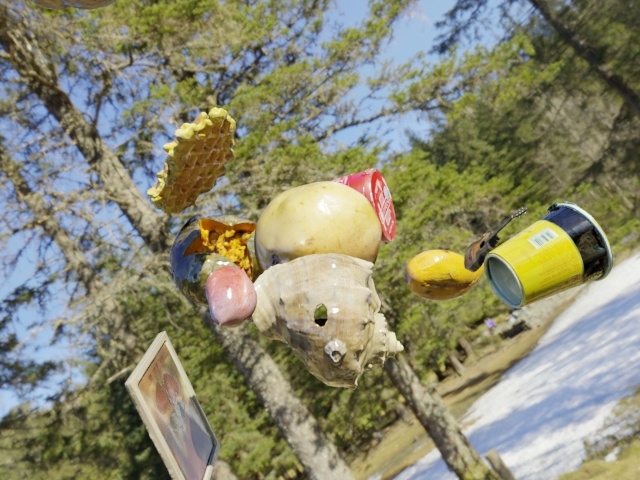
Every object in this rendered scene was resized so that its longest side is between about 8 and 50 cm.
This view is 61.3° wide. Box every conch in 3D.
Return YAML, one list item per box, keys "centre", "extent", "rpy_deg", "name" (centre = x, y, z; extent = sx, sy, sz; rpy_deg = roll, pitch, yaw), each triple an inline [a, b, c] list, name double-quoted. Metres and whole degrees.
- centre: [0.023, 0.149, 1.061]
  extent: [0.186, 0.324, 0.263]
  rpy_deg: [-9, 63, 63]
  name: "conch"

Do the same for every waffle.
- centre: [-0.311, -0.186, 1.315]
  extent: [0.281, 0.058, 0.301]
  rpy_deg: [-45, -12, -38]
  name: "waffle"

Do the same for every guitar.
- centre: [0.438, -0.008, 1.352]
  extent: [0.233, 0.025, 0.088]
  rpy_deg: [-53, 12, 42]
  name: "guitar"

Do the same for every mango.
- centre: [0.412, 0.116, 1.765]
  extent: [0.295, 0.120, 0.177]
  rpy_deg: [3, -66, -19]
  name: "mango"

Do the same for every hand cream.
- centre: [0.117, -0.087, 1.565]
  extent: [0.149, 0.230, 0.230]
  rpy_deg: [-11, -3, 20]
  name: "hand cream"

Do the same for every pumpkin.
- centre: [-0.285, 0.059, 1.583]
  extent: [0.320, 0.320, 0.192]
  rpy_deg: [-28, -35, -36]
  name: "pumpkin"

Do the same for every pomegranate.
- centre: [0.000, 0.000, 1.283]
  extent: [0.319, 0.319, 0.319]
  rpy_deg: [-35, -12, -8]
  name: "pomegranate"

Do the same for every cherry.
- centre: [-0.157, 0.105, 0.969]
  extent: [0.087, 0.126, 0.106]
  rpy_deg: [-33, -49, -1]
  name: "cherry"

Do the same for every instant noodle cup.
- centre: [0.534, 0.047, 1.301]
  extent: [0.236, 0.215, 0.215]
  rpy_deg: [-24, -14, -11]
  name: "instant noodle cup"

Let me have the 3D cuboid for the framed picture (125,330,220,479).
- centre: [-0.275, 0.344, 1.038]
  extent: [0.020, 0.289, 0.211]
  rpy_deg: [-19, 13, 5]
  name: "framed picture"

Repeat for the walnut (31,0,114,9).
- centre: [-0.476, -0.570, 1.001]
  extent: [0.273, 0.273, 0.227]
  rpy_deg: [-43, 0, 25]
  name: "walnut"
